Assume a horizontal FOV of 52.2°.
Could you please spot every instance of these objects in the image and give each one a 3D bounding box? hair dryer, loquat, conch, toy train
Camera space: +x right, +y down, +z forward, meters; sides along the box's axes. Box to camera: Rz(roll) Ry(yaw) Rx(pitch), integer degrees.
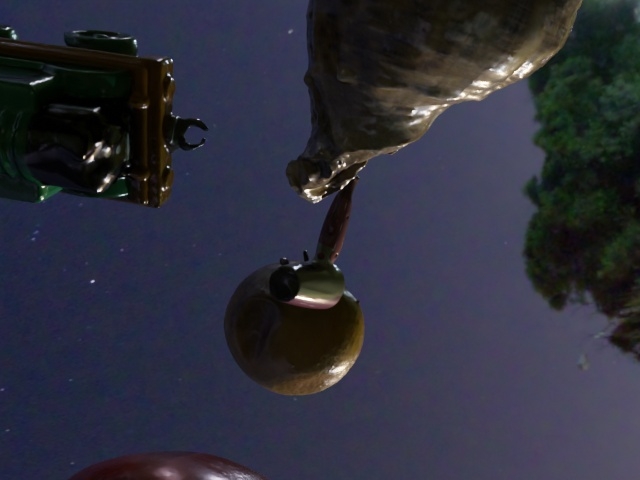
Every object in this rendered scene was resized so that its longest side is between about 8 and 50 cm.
[{"bbox_3d":[0.004,-0.002,0.703,0.106,0.054,0.154,21,-90,-66],"label":"hair dryer"},{"bbox_3d":[-0.039,0.125,0.964,0.213,0.213,0.213,23,-121,-43],"label":"loquat"},{"bbox_3d":[0.061,-0.168,0.496,0.159,0.291,0.210,46,-158,-21],"label":"conch"},{"bbox_3d":[-0.343,-0.131,0.699,0.249,0.429,0.178,-69,-14,-66],"label":"toy train"}]

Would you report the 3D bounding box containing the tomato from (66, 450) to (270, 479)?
[{"bbox_3d":[-0.089,0.213,0.396,0.187,0.151,0.187,40,-149,-30],"label":"tomato"}]
